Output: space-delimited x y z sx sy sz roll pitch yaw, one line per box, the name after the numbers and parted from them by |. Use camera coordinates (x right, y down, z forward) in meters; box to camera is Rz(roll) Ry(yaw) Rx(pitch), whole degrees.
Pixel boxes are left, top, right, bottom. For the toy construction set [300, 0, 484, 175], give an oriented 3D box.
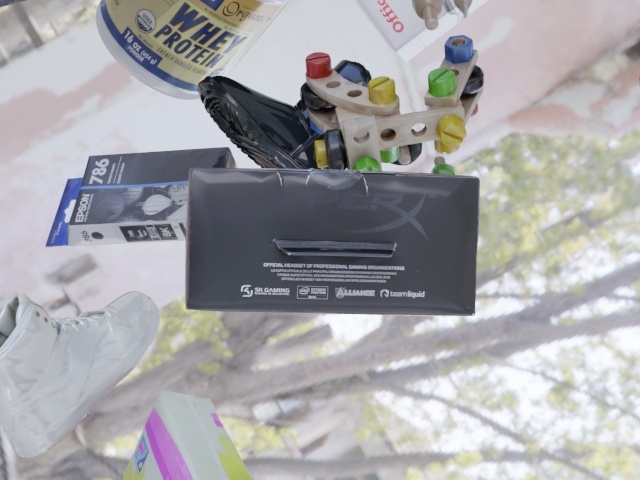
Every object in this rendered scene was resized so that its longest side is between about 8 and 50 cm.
0.112 -0.183 1.329 0.237 0.257 0.309 -90 -161 -54 | toy construction set

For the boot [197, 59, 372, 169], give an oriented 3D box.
-0.030 -0.199 1.539 0.246 0.207 0.094 44 -20 1 | boot

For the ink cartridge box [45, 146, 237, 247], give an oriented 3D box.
-0.318 -0.074 1.802 0.065 0.333 0.165 69 21 -50 | ink cartridge box

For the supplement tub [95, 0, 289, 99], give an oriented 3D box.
-0.171 -0.393 1.584 0.228 0.316 0.228 31 33 -23 | supplement tub

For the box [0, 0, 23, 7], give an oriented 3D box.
-0.321 -0.489 1.269 0.312 0.343 0.179 58 -37 6 | box

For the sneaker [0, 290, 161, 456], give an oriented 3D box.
-0.328 0.118 1.353 0.108 0.292 0.169 -6 -59 34 | sneaker

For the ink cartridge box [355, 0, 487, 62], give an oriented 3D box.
0.177 -0.444 1.646 0.198 0.273 0.115 54 10 5 | ink cartridge box

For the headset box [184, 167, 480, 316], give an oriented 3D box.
0.000 0.000 0.866 0.293 0.218 0.110 -173 -95 -84 | headset box

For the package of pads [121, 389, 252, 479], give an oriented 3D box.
-0.179 0.369 1.343 0.101 0.229 0.296 16 17 -29 | package of pads
